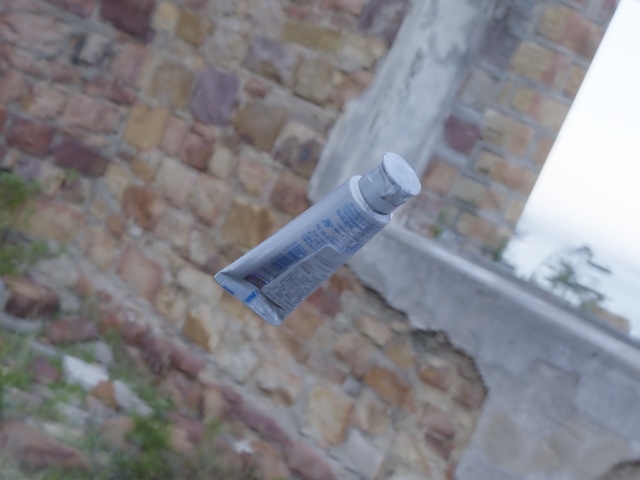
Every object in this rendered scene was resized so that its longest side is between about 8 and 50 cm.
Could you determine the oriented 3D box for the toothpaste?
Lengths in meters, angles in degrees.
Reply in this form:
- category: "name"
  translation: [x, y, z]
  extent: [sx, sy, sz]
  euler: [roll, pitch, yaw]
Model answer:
- category: "toothpaste"
  translation: [0.000, 0.000, 1.653]
  extent: [0.114, 0.299, 0.073]
  euler: [38, 31, -22]
